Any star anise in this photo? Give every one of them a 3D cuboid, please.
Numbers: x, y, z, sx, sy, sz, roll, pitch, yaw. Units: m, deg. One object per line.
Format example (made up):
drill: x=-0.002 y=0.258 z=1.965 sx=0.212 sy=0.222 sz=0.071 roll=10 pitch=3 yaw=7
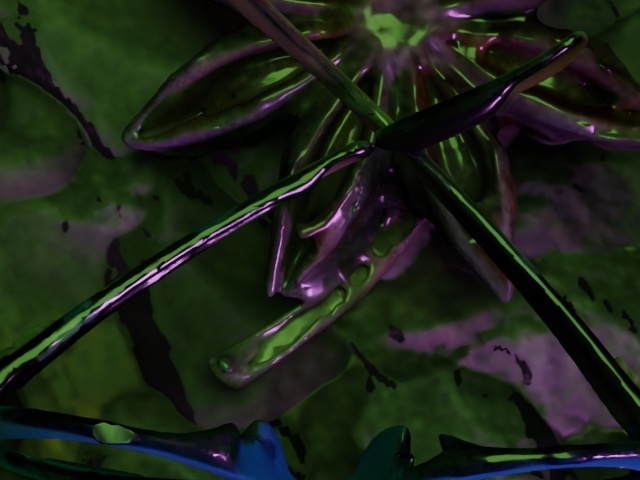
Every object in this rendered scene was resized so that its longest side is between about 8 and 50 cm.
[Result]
star anise: x=0.024 y=-0.066 z=0.560 sx=0.230 sy=0.081 sz=0.262 roll=21 pitch=98 yaw=-1

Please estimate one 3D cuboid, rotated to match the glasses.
glasses: x=0.004 y=0.009 z=0.476 sx=0.239 sy=0.102 sz=0.207 roll=2 pitch=105 yaw=-6
